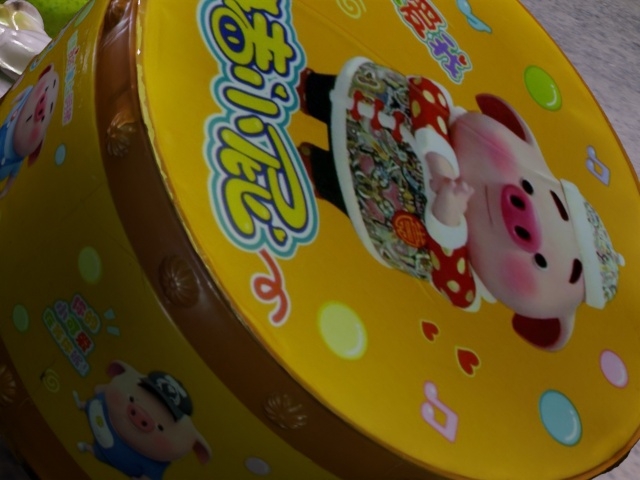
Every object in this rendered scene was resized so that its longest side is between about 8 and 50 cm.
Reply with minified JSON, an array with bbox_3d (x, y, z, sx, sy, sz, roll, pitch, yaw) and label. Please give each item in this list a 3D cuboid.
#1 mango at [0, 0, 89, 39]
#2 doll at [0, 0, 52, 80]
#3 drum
[{"bbox_3d":[-0.306,-0.271,1.486,0.273,0.149,0.185,34,19,4],"label":"mango"},{"bbox_3d":[-0.137,-0.028,1.175,0.348,0.161,0.423,23,40,-16],"label":"doll"},{"bbox_3d":[0.000,0.000,0.990,0.431,0.214,0.431,23,50,-31],"label":"drum"}]
